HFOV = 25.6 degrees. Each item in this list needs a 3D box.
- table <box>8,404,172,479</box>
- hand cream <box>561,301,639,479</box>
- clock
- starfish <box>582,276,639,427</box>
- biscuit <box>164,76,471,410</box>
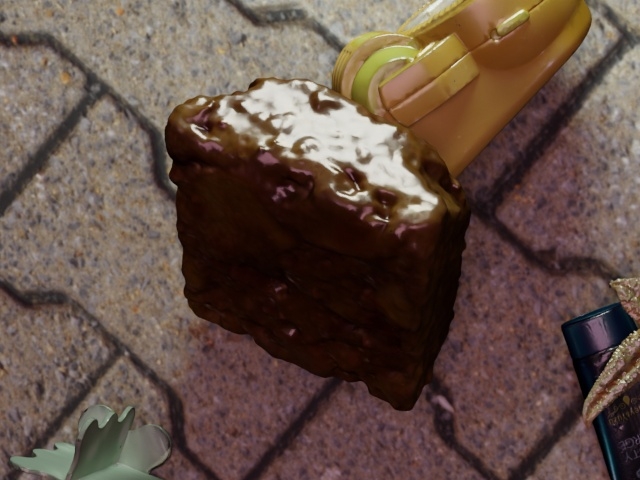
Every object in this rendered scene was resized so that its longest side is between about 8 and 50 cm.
[{"bbox_3d":[-0.291,0.294,1.784,0.166,0.198,0.167,0,88,10],"label":"table"},{"bbox_3d":[0.387,0.214,1.748,0.120,0.061,0.271,-22,92,3],"label":"hand cream"},{"bbox_3d":[0.179,-0.225,1.703,0.317,0.244,0.200,-39,104,2],"label":"clock"},{"bbox_3d":[0.439,0.128,1.701,0.231,0.048,0.295,35,83,-4],"label":"starfish"},{"bbox_3d":[0.000,0.000,1.657,0.342,0.395,0.166,26,58,16],"label":"biscuit"}]
